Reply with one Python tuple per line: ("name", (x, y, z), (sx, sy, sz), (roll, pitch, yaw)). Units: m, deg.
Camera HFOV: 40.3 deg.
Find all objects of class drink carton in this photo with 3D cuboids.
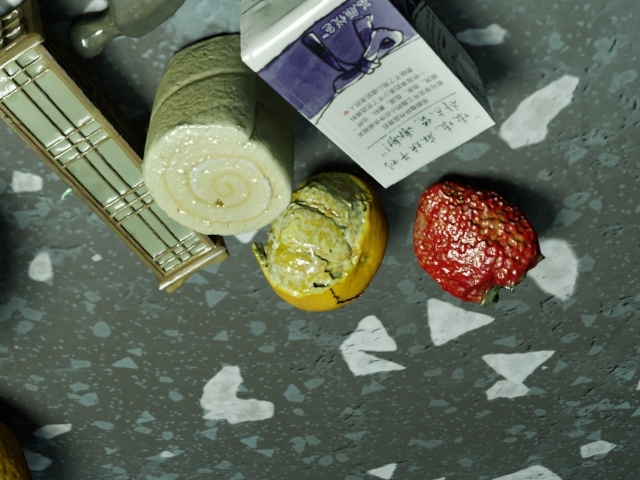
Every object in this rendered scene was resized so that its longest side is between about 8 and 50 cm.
("drink carton", (0.047, -0.164, 0.812), (0.134, 0.102, 0.222), (-32, 131, 24))

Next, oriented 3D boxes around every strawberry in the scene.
("strawberry", (0.173, 0.000, 1.001), (0.148, 0.131, 0.131), (45, 129, 8))

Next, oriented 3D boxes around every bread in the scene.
("bread", (-0.095, -0.100, 0.840), (0.133, 0.141, 0.148), (-13, 136, 15))

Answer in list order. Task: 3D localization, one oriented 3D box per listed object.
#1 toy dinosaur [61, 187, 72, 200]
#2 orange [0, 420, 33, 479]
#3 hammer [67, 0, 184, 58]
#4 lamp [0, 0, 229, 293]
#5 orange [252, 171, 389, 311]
("toy dinosaur", (-0.239, -0.069, 0.948), (0.062, 0.021, 0.083), (16, 127, -33))
("orange", (-0.549, 0.376, 1.204), (0.321, 0.322, 0.357), (7, 127, -12))
("hammer", (-0.258, -0.313, 0.643), (0.168, 0.044, 0.440), (-25, 138, 21))
("lamp", (-0.214, -0.082, 0.872), (0.090, 0.089, 0.325), (-31, 133, 4))
("orange", (0.000, 0.000, 0.954), (0.134, 0.157, 0.157), (15, 151, 38))
